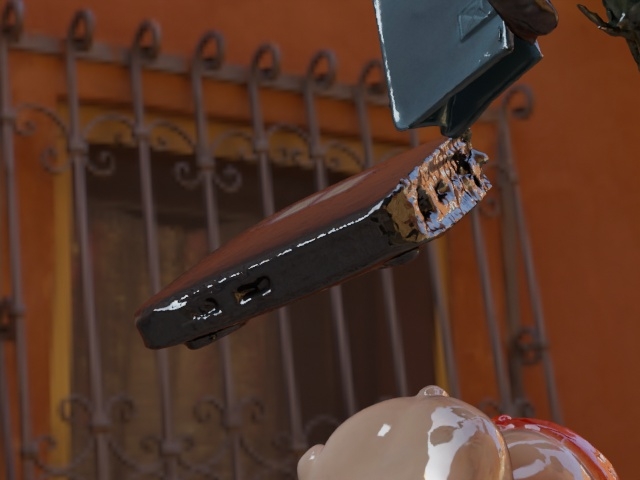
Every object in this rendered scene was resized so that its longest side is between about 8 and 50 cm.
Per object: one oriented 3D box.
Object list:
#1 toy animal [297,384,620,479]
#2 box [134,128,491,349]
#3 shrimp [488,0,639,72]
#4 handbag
[{"bbox_3d":[0.099,0.179,0.917,0.171,0.171,0.198,-17,-33,42],"label":"toy animal"},{"bbox_3d":[0.000,0.000,1.582,0.350,0.091,0.359,-24,5,24],"label":"box"},{"bbox_3d":[0.197,-0.226,1.111,0.272,0.445,0.085,-20,-5,-35],"label":"shrimp"},{"bbox_3d":[0.124,-0.223,1.314,0.062,0.229,0.179,10,-32,-31],"label":"handbag"}]
